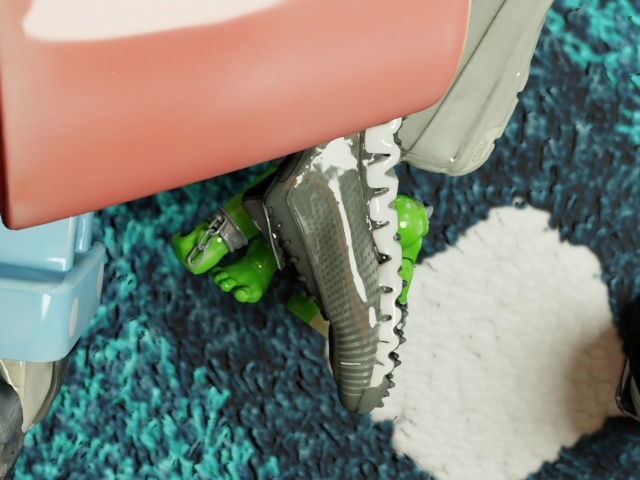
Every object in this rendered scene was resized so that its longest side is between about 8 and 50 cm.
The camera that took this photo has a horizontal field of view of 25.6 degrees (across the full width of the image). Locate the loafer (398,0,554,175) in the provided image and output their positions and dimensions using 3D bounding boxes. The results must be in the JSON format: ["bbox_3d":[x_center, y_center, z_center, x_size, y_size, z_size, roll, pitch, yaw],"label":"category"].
[{"bbox_3d":[0.106,-0.192,0.909,0.111,0.112,0.319,17,112,-13],"label":"loafer"}]

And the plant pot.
[{"bbox_3d":[-0.066,-0.153,0.751,0.243,0.275,0.275,-9,112,-14],"label":"plant pot"}]

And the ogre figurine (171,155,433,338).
[{"bbox_3d":[0.000,0.000,0.994,0.197,0.097,0.118,28,100,-17],"label":"ogre figurine"}]

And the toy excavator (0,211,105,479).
[{"bbox_3d":[-0.220,-0.055,0.940,0.433,0.222,0.445,6,102,0],"label":"toy excavator"}]

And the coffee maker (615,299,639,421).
[{"bbox_3d":[0.272,0.101,0.979,0.120,0.178,0.171,-12,110,6],"label":"coffee maker"}]

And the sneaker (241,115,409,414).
[{"bbox_3d":[0.002,-0.003,0.906,0.106,0.078,0.234,0,102,-1],"label":"sneaker"}]
